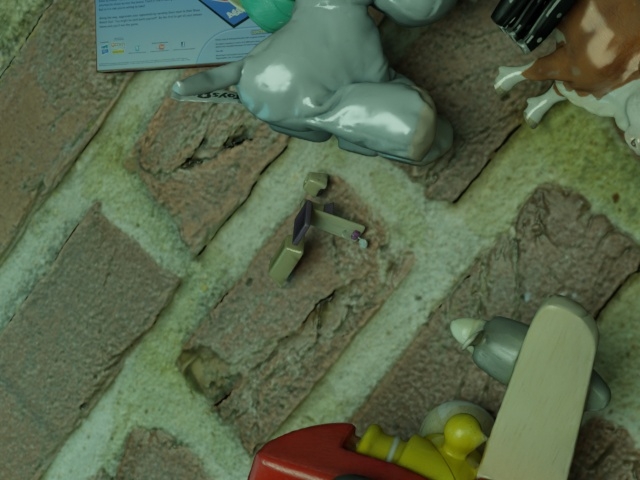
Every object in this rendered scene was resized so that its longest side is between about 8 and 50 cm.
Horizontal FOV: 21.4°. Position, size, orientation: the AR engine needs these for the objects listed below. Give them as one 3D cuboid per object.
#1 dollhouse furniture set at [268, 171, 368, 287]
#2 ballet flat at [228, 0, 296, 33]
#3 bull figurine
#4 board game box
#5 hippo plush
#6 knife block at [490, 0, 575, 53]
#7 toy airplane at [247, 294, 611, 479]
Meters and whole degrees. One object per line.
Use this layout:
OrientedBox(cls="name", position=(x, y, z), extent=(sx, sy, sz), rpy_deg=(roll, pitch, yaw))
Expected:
OrientedBox(cls="dollhouse furniture set", position=(0.000, 0.000, 1.869), extent=(0.081, 0.091, 0.114), rpy_deg=(20, 133, -15))
OrientedBox(cls="ballet flat", position=(-0.104, -0.321, 1.840), extent=(0.247, 0.083, 0.087), rpy_deg=(53, 127, 18))
OrientedBox(cls="bull figurine", position=(0.256, -0.215, 1.669), extent=(0.188, 0.101, 0.310), rpy_deg=(-20, 75, 31))
OrientedBox(cls="board game box", position=(-0.134, -0.269, 1.914), extent=(0.281, 0.027, 0.145), rpy_deg=(0, 93, 28))
OrientedBox(cls="hippo plush", position=(0.018, -0.220, 1.724), extent=(0.294, 0.234, 0.236), rpy_deg=(15, 91, -7))
OrientedBox(cls="knife block", position=(0.249, -0.305, 1.557), extent=(0.276, 0.088, 0.242), rpy_deg=(-5, 81, 40))
OrientedBox(cls="toy airplane", position=(0.170, 0.258, 1.680), extent=(0.386, 0.272, 0.384), rpy_deg=(-30, 117, 17))
